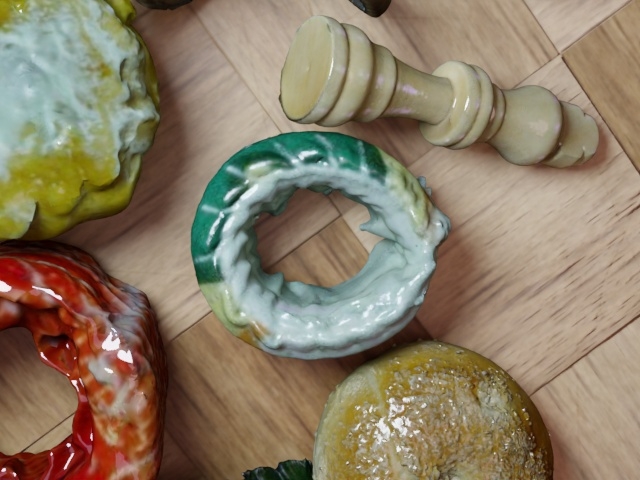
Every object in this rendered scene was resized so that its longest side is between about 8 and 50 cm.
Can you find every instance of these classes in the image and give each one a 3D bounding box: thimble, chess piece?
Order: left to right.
[{"bbox_3d":[-0.331,0.180,1.053,0.350,0.230,0.350,-1,98,-5],"label":"thimble"},{"bbox_3d":[0.000,0.000,1.090,0.288,0.167,0.254,-7,99,-3],"label":"thimble"},{"bbox_3d":[0.153,-0.149,1.079,0.397,0.117,0.117,10,96,-28],"label":"chess piece"}]

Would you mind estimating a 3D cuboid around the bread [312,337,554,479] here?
[{"bbox_3d":[0.138,0.272,1.131,0.305,0.159,0.305,-1,95,-10],"label":"bread"}]

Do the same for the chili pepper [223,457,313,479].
[{"bbox_3d":[-0.123,0.347,1.146,0.264,0.116,0.148,-18,101,-2],"label":"chili pepper"}]

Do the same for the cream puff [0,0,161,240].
[{"bbox_3d":[-0.359,-0.178,0.988,0.378,0.275,0.378,-6,116,-13],"label":"cream puff"}]

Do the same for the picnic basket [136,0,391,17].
[{"bbox_3d":[-0.047,-0.345,0.976,0.337,0.293,0.337,0,95,5],"label":"picnic basket"}]
